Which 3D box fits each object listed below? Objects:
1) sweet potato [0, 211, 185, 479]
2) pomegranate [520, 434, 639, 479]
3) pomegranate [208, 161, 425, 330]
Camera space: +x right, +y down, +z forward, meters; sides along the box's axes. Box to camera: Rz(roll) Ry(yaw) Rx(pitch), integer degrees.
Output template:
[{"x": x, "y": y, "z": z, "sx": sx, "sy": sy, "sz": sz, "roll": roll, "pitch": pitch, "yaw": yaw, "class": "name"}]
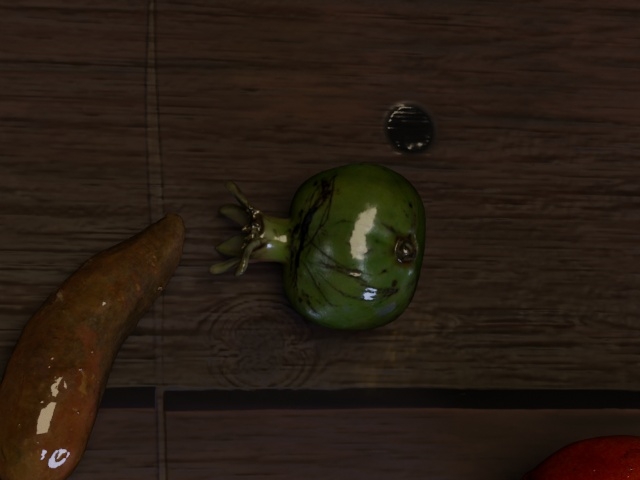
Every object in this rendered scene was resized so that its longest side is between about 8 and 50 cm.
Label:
[{"x": -0.209, "y": 0.089, "z": 1.654, "sx": 0.097, "sy": 0.097, "sz": 0.292, "roll": 29, "pitch": 70, "yaw": -7, "class": "sweet potato"}, {"x": 0.271, "y": 0.277, "z": 1.688, "sx": 0.235, "sy": 0.210, "sz": 0.210, "roll": 16, "pitch": 72, "yaw": -28, "class": "pomegranate"}, {"x": 0.000, "y": 0.000, "z": 1.714, "sx": 0.191, "sy": 0.131, "sz": 0.152, "roll": 12, "pitch": 77, "yaw": -4, "class": "pomegranate"}]
